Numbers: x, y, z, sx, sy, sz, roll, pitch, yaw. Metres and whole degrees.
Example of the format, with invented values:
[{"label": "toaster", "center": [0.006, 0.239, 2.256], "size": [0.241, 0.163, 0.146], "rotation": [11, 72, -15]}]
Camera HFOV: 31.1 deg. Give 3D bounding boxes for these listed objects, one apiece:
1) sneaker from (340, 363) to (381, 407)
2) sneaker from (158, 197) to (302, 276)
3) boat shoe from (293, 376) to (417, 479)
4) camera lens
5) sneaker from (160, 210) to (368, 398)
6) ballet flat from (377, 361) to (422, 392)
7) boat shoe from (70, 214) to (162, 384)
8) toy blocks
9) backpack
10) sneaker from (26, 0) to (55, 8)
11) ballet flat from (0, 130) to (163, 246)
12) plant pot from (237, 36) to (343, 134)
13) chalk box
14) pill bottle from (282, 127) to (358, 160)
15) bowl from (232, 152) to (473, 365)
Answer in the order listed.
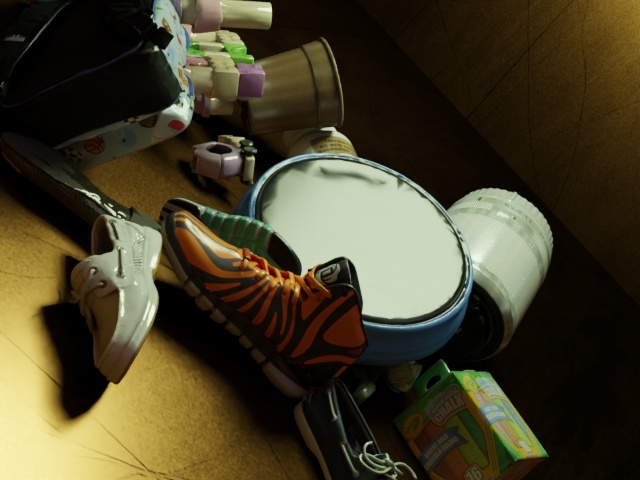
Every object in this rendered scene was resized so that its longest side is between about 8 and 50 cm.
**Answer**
[{"label": "sneaker", "center": [0.042, 0.188, 1.697], "size": [0.089, 0.051, 0.170], "rotation": [45, 16, -1]}, {"label": "sneaker", "center": [-0.116, -0.003, 1.637], "size": [0.224, 0.083, 0.098], "rotation": [27, 9, 14]}, {"label": "boat shoe", "center": [0.058, 0.293, 1.485], "size": [0.095, 0.079, 0.254], "rotation": [19, 33, -51]}, {"label": "camera lens", "center": [0.271, 0.061, 2.022], "size": [0.219, 0.219, 0.274], "rotation": [44, 46, -4]}, {"label": "sneaker", "center": [-0.055, 0.051, 1.519], "size": [0.321, 0.180, 0.124], "rotation": [48, 18, -22]}, {"label": "ballet flat", "center": [0.099, 0.148, 1.846], "size": [0.073, 0.067, 0.206], "rotation": [9, 41, -57]}, {"label": "boat shoe", "center": [-0.248, 0.061, 1.337], "size": [0.096, 0.098, 0.277], "rotation": [28, 23, -20]}, {"label": "toy blocks", "center": [-0.244, -0.282, 1.868], "size": [0.260, 0.308, 0.288], "rotation": [0, 26, -17]}, {"label": "backpack", "center": [-0.291, -0.242, 1.570], "size": [0.263, 0.277, 0.213], "rotation": [-92, 162, -46]}, {"label": "sneaker", "center": [-0.356, -0.389, 1.774], "size": [0.104, 0.125, 0.262], "rotation": [39, -21, -33]}, {"label": "ballet flat", "center": [-0.313, -0.052, 1.482], "size": [0.250, 0.058, 0.084], "rotation": [35, 21, -12]}, {"label": "plant pot", "center": [-0.062, -0.265, 2.042], "size": [0.167, 0.165, 0.166], "rotation": [168, -90, -80]}, {"label": "chalk box", "center": [0.212, 0.279, 1.727], "size": [0.132, 0.132, 0.213], "rotation": [10, 39, -56]}, {"label": "pill bottle", "center": [0.009, -0.126, 2.097], "size": [0.131, 0.131, 0.229], "rotation": [27, 27, -39]}, {"label": "bowl", "center": [0.054, 0.014, 1.769], "size": [0.391, 0.077, 0.391], "rotation": [14, 43, -13]}]
